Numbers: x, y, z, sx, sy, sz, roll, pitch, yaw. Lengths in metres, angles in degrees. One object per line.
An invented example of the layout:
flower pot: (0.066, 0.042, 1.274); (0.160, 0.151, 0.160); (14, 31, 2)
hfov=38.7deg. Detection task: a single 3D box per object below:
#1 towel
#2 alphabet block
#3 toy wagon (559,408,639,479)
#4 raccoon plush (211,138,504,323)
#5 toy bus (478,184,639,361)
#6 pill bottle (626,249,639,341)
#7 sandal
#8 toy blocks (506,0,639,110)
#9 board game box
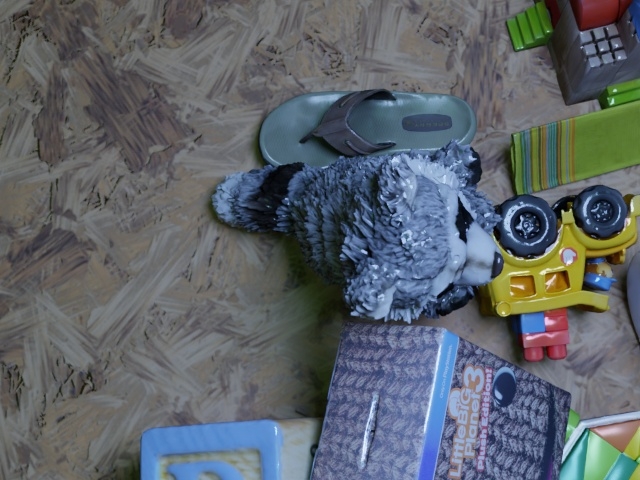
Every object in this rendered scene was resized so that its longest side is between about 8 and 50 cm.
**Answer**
towel: (0.372, -0.128, 1.225); (0.237, 0.102, 0.021); (-15, 38, -1)
alphabet block: (-0.075, 0.306, 1.067); (0.193, 0.197, 0.192); (-8, 78, 28)
toy wagon: (0.351, 0.387, 1.130); (0.267, 0.068, 0.344); (34, 81, 9)
raccoon plush: (0.000, 0.000, 1.042); (0.446, 0.299, 0.216); (-5, 89, 28)
toy bus: (0.303, 0.043, 1.168); (0.220, 0.149, 0.212); (-9, 85, -2)
pill bottle: (0.603, 0.059, 1.111); (0.392, 0.224, 0.224); (-17, 78, -1)
sandal: (0.063, -0.162, 1.244); (0.302, 0.086, 0.120); (-7, 78, 1)
toy blocks: (0.353, -0.362, 1.187); (0.190, 0.261, 0.381); (-14, 78, -1)
board game box: (0.142, 0.245, 1.038); (0.141, 0.291, 0.232); (-2, 70, 43)
